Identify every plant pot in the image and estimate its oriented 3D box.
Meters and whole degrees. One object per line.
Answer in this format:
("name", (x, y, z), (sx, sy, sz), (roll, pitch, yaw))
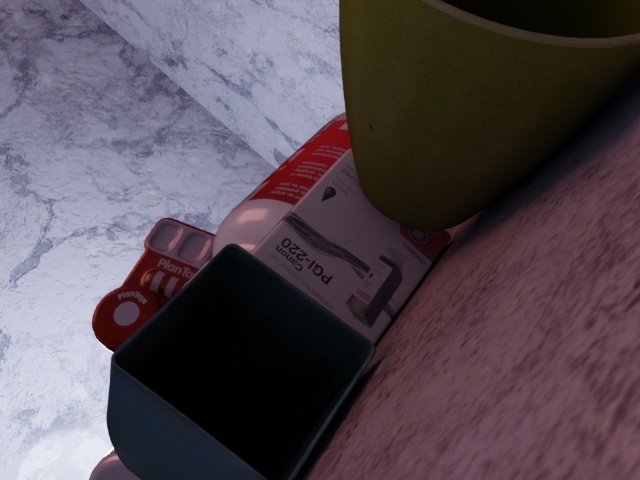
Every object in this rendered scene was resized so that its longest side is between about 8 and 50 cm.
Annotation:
("plant pot", (-0.092, 0.162, 0.653), (0.165, 0.166, 0.234), (-49, -9, -43))
("plant pot", (0.131, -0.149, 0.644), (0.275, 0.275, 0.293), (-49, -17, -35))

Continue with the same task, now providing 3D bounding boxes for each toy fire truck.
("toy fire truck", (-0.177, 0.104, 1.067), (0.169, 0.302, 0.253), (77, -144, -59))

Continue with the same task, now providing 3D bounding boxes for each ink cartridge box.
("ink cartridge box", (0.016, 0.031, 0.756), (0.218, 0.158, 0.092), (-49, 0, -28))

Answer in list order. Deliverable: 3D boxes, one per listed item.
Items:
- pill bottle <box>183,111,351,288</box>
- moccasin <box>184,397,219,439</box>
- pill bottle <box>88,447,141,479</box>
("pill bottle", (0.000, 0.000, 0.965), (0.407, 0.229, 0.229), (-49, -1, -43))
("moccasin", (-0.157, 0.270, 0.930), (0.138, 0.116, 0.342), (-13, -24, -13))
("pill bottle", (-0.265, 0.369, 1.187), (0.153, 0.153, 0.264), (-50, 0, 19))
